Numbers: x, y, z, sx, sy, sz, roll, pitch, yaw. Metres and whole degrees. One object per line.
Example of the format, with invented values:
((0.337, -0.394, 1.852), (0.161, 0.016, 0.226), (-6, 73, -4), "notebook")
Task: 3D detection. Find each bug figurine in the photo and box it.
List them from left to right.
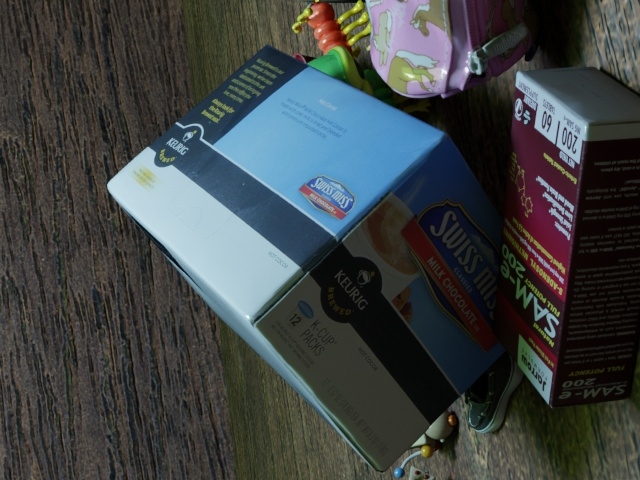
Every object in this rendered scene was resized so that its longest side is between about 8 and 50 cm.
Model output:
((0.057, -0.230, 1.361), (0.216, 0.072, 0.279), (62, 161, 9), "bug figurine")

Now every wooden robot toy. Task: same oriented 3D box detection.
((0.127, 0.205, 1.405), (0.079, 0.076, 0.173), (-21, 71, 39), "wooden robot toy")

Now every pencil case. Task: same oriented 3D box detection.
((0.089, -0.299, 0.963), (0.167, 0.160, 0.386), (21, 143, 30), "pencil case")

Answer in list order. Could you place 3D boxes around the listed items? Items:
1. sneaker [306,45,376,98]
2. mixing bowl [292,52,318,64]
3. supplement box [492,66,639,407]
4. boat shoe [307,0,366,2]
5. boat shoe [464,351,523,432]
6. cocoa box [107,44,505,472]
((-0.027, -0.146, 1.399), (0.109, 0.123, 0.295), (61, 158, -15), "sneaker")
((0.019, -0.156, 1.604), (0.181, 0.098, 0.182), (176, 90, -76), "mixing bowl")
((0.200, -0.004, 0.968), (0.130, 0.073, 0.240), (-121, 29, -61), "supplement box")
((-0.002, -0.366, 1.596), (0.307, 0.110, 0.105), (-144, 57, -65), "boat shoe")
((0.165, 0.149, 1.225), (0.142, 0.040, 0.049), (103, 157, -51), "boat shoe")
((0.000, 0.000, 1.156), (0.231, 0.228, 0.347), (53, 170, -35), "cocoa box")
